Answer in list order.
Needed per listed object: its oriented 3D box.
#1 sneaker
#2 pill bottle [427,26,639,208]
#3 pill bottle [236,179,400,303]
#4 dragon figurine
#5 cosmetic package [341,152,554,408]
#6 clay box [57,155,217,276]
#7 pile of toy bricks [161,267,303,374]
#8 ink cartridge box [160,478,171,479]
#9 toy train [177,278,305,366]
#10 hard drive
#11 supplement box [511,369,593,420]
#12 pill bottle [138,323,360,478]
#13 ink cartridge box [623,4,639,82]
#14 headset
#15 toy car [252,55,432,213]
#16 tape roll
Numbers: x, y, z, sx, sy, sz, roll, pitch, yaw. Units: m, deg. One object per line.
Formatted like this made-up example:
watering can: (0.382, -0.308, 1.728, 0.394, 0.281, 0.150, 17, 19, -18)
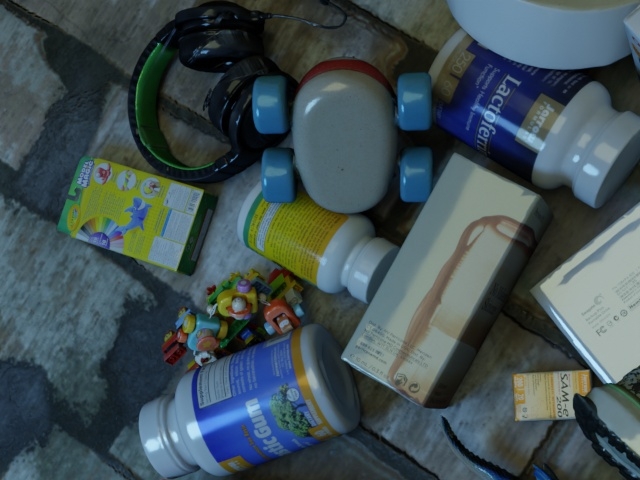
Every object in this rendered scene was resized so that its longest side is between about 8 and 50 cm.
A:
sneaker: (0.480, 0.245, 1.229, 0.182, 0.158, 0.410, -45, 57, -10)
pill bottle: (0.273, -0.159, 1.434, 0.265, 0.153, 0.153, 34, 93, 22)
pill bottle: (0.000, 0.000, 1.526, 0.208, 0.117, 0.117, 29, 91, 22)
dragon figurine: (0.263, 0.325, 1.385, 0.144, 0.085, 0.289, -30, 72, 13)
cosmetic package: (0.166, 0.057, 1.437, 0.129, 0.153, 0.296, 29, 92, 21)
clay box: (-0.274, -0.040, 1.670, 0.222, 0.053, 0.127, 18, 87, 24)
pile of toy bricks: (-0.134, 0.096, 1.577, 0.212, 0.118, 0.105, -44, 36, 18)
ink cartridge box: (-0.117, 0.399, 1.459, 0.231, 0.078, 0.134, 7, 68, 28)
toy train: (-0.106, 0.121, 1.505, 0.166, 0.125, 0.046, -29, 38, 6)
hard drive: (0.439, 0.120, 1.381, 0.210, 0.040, 0.318, -40, 69, 10)
supplement box: (0.295, 0.196, 1.423, 0.099, 0.036, 0.062, -6, 79, 19)
pill bottle: (-0.098, 0.224, 1.501, 0.272, 0.152, 0.152, -23, 73, 15)
ink cartridge box: (0.483, -0.218, 1.324, 0.168, 0.233, 0.171, -40, 69, 9)
headset: (-0.130, -0.246, 1.583, 0.394, 0.185, 0.243, -35, 70, 23)
toy car: (0.037, -0.177, 1.490, 0.219, 0.210, 0.238, -1, 38, 5)
tape roll: (0.299, -0.348, 1.417, 0.286, 0.100, 0.286, 0, 54, 0)
